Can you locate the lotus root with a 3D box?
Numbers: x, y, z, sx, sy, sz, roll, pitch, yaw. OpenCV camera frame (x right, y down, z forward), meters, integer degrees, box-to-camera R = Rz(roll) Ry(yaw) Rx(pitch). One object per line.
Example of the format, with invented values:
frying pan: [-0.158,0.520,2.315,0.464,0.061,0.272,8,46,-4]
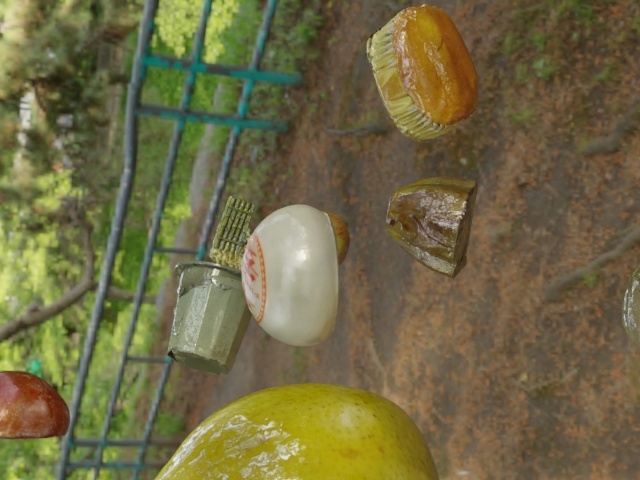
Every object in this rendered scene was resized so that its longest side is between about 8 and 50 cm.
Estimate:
lotus root: [0.213,-0.033,1.795,0.199,0.180,0.188,-52,-28,-63]

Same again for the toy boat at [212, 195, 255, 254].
toy boat: [-0.181,-0.032,1.885,0.016,0.063,0.115,32,104,67]

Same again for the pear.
pear: [-0.030,0.372,1.211,0.362,0.418,0.362,26,123,48]

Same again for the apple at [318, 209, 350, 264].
apple: [0.001,0.002,1.728,0.126,0.102,0.126,170,90,-67]

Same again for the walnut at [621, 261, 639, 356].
walnut: [0.374,0.061,0.891,0.140,0.162,0.140,24,135,27]

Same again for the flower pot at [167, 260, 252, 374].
flower pot: [-0.242,0.169,1.933,0.212,0.212,0.202,-39,30,63]

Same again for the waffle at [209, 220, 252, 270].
waffle: [-0.210,0.036,2.254,0.204,0.054,0.223,-60,44,44]

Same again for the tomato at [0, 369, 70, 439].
tomato: [-0.640,0.342,1.885,0.200,0.233,0.139,4,87,39]

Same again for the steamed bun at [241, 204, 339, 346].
steamed bun: [-0.055,0.057,1.459,0.232,0.145,0.231,179,90,-80]

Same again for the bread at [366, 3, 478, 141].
bread: [0.158,-0.252,1.349,0.114,0.132,0.190,-20,96,61]
